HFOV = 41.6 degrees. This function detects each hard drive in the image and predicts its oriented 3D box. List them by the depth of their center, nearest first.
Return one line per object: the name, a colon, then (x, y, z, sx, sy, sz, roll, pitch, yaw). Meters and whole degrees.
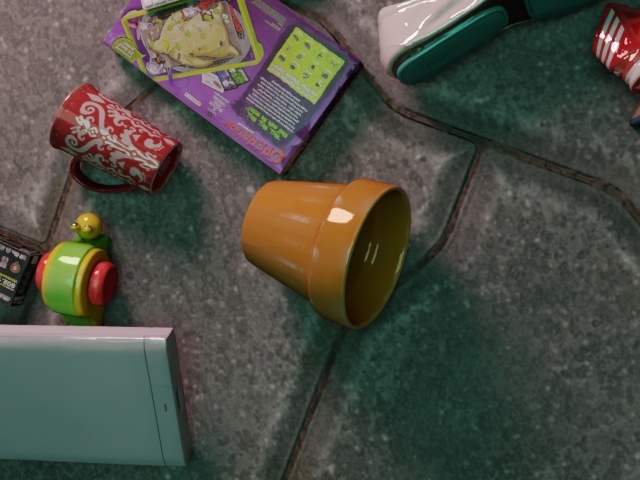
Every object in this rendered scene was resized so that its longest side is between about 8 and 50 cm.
hard drive: (-0.384, 0.237, 1.282, 0.353, 0.047, 0.233, 0, 116, 8)

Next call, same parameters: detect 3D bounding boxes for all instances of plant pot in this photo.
plant pot: (0.000, 0.000, 1.186, 0.188, 0.205, 0.205, 17, 95, 25)

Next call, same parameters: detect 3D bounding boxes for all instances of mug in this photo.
mug: (-0.307, -0.140, 1.286, 0.169, 0.150, 0.113, 29, 60, 4)

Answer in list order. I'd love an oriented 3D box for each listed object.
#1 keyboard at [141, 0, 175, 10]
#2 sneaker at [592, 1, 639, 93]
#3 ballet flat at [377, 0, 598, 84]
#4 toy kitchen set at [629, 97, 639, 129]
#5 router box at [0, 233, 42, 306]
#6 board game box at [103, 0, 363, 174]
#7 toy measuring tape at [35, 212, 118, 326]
keyboard: (-0.151, -0.408, 1.235, 0.256, 0.014, 0.072, -13, 89, 11)
sneaker: (0.462, -0.308, 1.137, 0.221, 0.087, 0.128, -37, 65, -11)
ballet flat: (0.256, -0.356, 1.160, 0.400, 0.139, 0.139, -24, 88, 11)
toy kitchen set: (0.505, -0.087, 1.117, 0.207, 0.122, 0.166, 21, 96, 9)
router box: (-0.522, 0.039, 1.349, 0.123, 0.038, 0.092, 24, 97, 9)
board game box: (-0.133, -0.281, 1.265, 0.347, 0.056, 0.208, 38, 94, 7)
toy measuring tape: (-0.384, 0.120, 1.290, 0.121, 0.121, 0.330, 11, 94, 10)
